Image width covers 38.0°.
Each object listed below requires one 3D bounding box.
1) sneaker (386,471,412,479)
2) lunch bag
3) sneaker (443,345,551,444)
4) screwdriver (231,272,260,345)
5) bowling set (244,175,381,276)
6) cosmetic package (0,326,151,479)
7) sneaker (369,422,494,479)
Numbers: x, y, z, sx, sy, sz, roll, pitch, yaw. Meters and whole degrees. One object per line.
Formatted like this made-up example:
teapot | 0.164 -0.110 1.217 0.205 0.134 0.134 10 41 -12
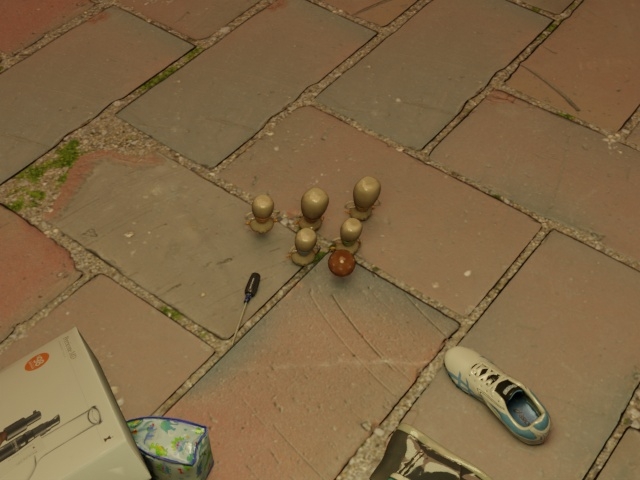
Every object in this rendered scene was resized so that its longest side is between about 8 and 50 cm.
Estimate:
sneaker | 0.170 0.483 1.415 0.110 0.107 0.275 -28 71 -9
lunch bag | -0.262 0.353 1.531 0.151 0.129 0.096 13 49 10
sneaker | 0.315 0.261 1.648 0.085 0.086 0.237 -33 55 -24
screwdriver | -0.150 0.131 1.801 0.025 0.024 0.170 32 52 -12
bowling set | 0.000 0.000 1.862 0.287 0.154 0.200 -7 68 -9
cosmetic package | -0.454 0.318 1.461 0.284 0.097 0.377 -30 31 -13
sneaker | 0.196 0.410 1.534 0.222 0.083 0.118 31 74 16
